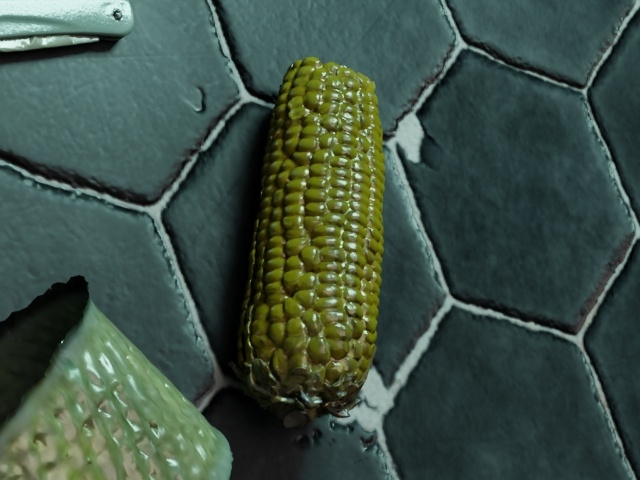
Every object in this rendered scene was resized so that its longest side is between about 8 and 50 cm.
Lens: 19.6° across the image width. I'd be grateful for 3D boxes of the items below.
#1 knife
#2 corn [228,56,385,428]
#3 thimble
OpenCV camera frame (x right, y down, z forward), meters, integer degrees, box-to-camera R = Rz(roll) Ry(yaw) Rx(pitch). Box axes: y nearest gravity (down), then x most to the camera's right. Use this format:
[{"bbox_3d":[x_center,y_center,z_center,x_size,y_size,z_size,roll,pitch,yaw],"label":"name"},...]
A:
[{"bbox_3d":[-0.217,-0.169,1.449,0.162,0.023,0.044,-6,76,-36],"label":"knife"},{"bbox_3d":[0.000,0.000,1.495,0.115,0.115,0.318,19,64,-29],"label":"corn"},{"bbox_3d":[-0.196,0.168,1.198,0.150,0.271,0.271,47,54,-15],"label":"thimble"}]
